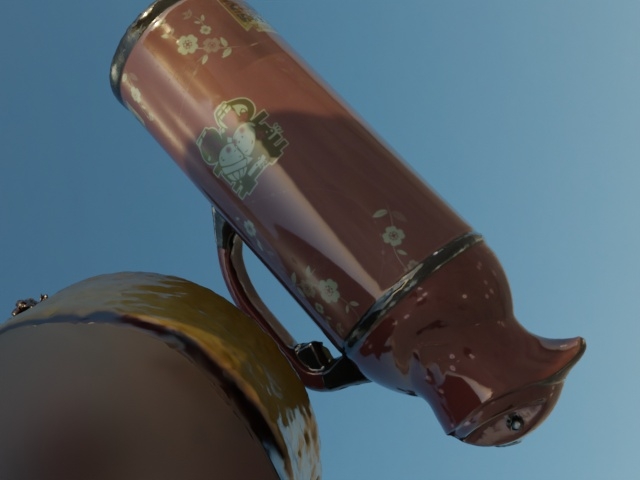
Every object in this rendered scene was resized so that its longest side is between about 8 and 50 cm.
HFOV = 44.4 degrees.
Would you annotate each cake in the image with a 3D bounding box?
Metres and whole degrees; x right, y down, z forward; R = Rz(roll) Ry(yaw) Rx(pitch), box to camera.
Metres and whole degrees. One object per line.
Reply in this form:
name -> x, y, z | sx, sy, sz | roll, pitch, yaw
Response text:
cake -> -0.087, 0.119, 0.415 | 0.207, 0.185, 0.178 | 47, -170, 10

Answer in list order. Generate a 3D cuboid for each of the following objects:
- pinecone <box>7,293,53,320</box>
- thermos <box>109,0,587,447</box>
pinecone -> -0.263, 0.093, 0.738 | 0.077, 0.077, 0.083 | -23, -49, -52
thermos -> 0.001, -0.004, 0.475 | 0.136, 0.330, 0.109 | -40, -17, -9
